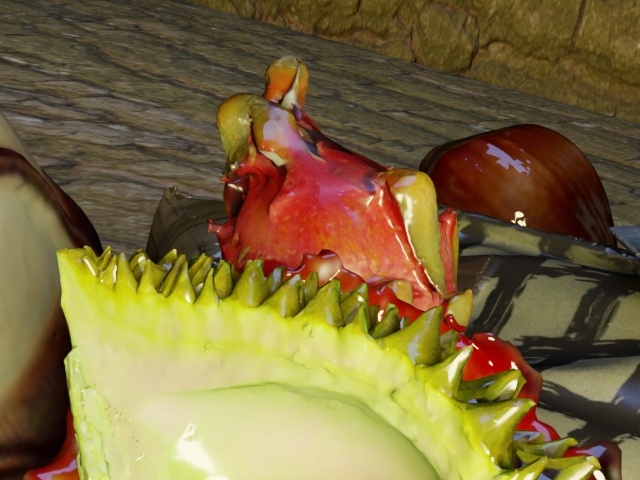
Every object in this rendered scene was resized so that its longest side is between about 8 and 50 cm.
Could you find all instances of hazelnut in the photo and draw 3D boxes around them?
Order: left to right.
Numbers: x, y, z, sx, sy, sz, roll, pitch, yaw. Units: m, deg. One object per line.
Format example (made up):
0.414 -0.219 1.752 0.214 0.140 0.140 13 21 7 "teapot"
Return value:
0.192 -0.021 1.327 0.181 0.180 0.212 -14 4 24 "hazelnut"

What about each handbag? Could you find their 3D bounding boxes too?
0.133 0.111 0.749 0.327 0.162 0.325 19 27 30 "handbag"

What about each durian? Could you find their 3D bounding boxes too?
0.030 0.154 0.405 0.170 0.355 0.157 -17 -30 5 "durian"

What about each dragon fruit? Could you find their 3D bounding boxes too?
0.000 0.000 0.683 0.133 0.207 0.150 -5 -23 -25 "dragon fruit"

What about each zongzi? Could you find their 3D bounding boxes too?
-0.038 0.033 1.091 0.197 0.099 0.194 14 14 -16 "zongzi"

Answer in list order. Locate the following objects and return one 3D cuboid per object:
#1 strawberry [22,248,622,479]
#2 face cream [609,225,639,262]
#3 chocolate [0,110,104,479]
-0.014 0.129 0.563 0.234 0.233 0.178 6 -18 -17 "strawberry"
0.365 0.011 0.749 0.385 0.086 0.135 1 13 0 "face cream"
-0.226 0.019 0.644 0.284 0.186 0.283 -2 41 2 "chocolate"
